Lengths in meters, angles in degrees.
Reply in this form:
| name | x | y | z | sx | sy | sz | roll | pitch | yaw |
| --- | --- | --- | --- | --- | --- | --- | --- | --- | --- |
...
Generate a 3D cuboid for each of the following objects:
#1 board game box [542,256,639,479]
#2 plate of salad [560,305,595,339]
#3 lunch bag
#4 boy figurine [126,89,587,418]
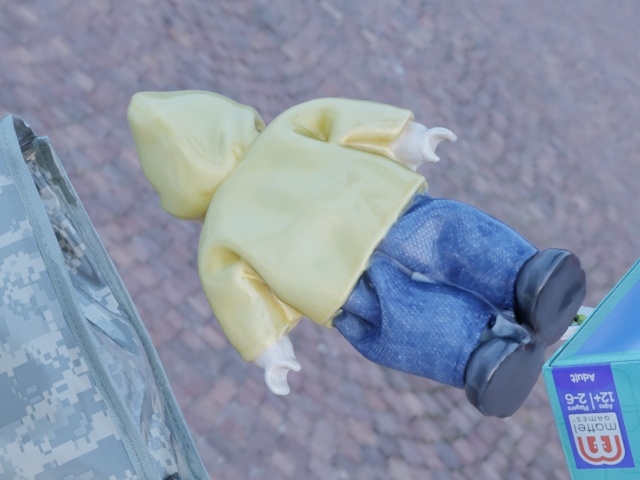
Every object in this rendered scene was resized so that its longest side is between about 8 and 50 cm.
| name | x | y | z | sx | sy | sz | roll | pitch | yaw |
| --- | --- | --- | --- | --- | --- | --- | --- | --- | --- |
| board game box | 0.186 | 0.014 | 0.457 | 0.160 | 0.210 | 0.047 | -38 | 116 | -53 |
| plate of salad | 0.145 | 0.053 | 1.450 | 0.199 | 0.048 | 0.200 | 1 | 5 | 0 |
| lunch bag | -0.239 | 0.085 | 1.136 | 0.287 | 0.235 | 0.169 | 65 | 6 | 11 |
| boy figurine | 0.000 | 0.000 | 0.991 | 0.285 | 0.177 | 0.092 | 26 | -4 | 25 |
